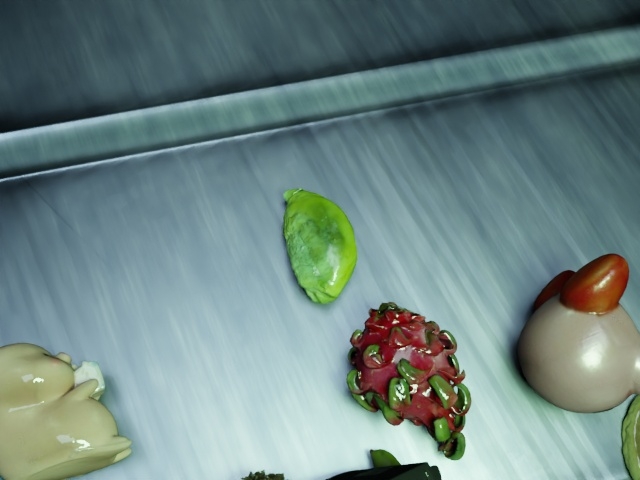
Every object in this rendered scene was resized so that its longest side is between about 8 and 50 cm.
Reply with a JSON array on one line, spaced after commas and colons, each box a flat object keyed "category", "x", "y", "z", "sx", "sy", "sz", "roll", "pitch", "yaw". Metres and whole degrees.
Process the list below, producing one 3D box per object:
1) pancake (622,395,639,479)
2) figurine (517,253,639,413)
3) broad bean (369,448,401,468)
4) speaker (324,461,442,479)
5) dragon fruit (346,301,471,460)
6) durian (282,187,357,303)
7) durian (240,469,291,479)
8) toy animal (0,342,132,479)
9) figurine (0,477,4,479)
[{"category": "pancake", "x": 0.678, "y": 0.381, "z": 1.276, "sx": 0.242, "sy": 0.050, "sz": 0.242, "roll": 2, "pitch": 67, "yaw": -5}, {"category": "figurine", "x": 0.462, "y": 0.190, "z": 1.247, "sx": 0.211, "sy": 0.269, "sz": 0.261, "roll": -23, "pitch": 82, "yaw": -6}, {"category": "broad bean", "x": 0.154, "y": 0.514, "z": 1.176, "sx": 0.067, "sy": 0.075, "sz": 0.325, "roll": 2, "pitch": 60, "yaw": -53}, {"category": "speaker", "x": 0.075, "y": 0.480, "z": 1.036, "sx": 0.184, "sy": 0.254, "sz": 0.232, "roll": -18, "pitch": 77, "yaw": 35}, {"category": "dragon fruit", "x": 0.173, "y": 0.240, "z": 1.225, "sx": 0.273, "sy": 0.218, "sz": 0.198, "roll": 29, "pitch": 106, "yaw": 2}, {"category": "durian", "x": 0.000, "y": 0.000, "z": 1.350, "sx": 0.139, "sy": 0.101, "sz": 0.250, "roll": -6, "pitch": 68, "yaw": -6}, {"category": "durian", "x": -0.089, "y": 0.478, "z": 1.107, "sx": 0.196, "sy": 0.167, "sz": 0.196, "roll": -19, "pitch": 59, "yaw": 36}, {"category": "toy animal", "x": -0.464, "y": 0.282, "z": 1.153, "sx": 0.213, "sy": 0.195, "sz": 0.256, "roll": -23, "pitch": 68, "yaw": -21}, {"category": "figurine", "x": -0.549, "y": 0.442, "z": 1.070, "sx": 0.262, "sy": 0.180, "sz": 0.154, "roll": 14, "pitch": 34, "yaw": 22}]
